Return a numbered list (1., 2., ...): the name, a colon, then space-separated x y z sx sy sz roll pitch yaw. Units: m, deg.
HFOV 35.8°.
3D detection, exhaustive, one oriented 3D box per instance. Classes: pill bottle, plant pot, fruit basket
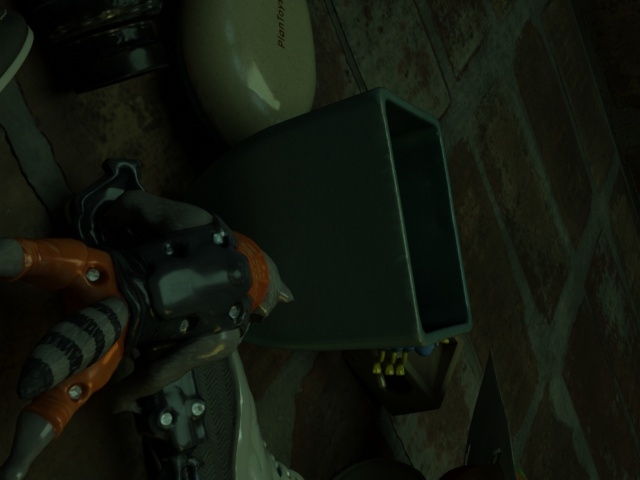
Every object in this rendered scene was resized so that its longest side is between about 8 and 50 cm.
1. pill bottle: -0.220 -0.255 0.925 0.123 0.122 0.219 -33 109 -58
2. plant pot: 0.000 0.000 1.061 0.247 0.252 0.248 3 77 -71
3. fruit basket: 0.205 0.357 1.201 0.353 0.165 0.327 -72 171 -66

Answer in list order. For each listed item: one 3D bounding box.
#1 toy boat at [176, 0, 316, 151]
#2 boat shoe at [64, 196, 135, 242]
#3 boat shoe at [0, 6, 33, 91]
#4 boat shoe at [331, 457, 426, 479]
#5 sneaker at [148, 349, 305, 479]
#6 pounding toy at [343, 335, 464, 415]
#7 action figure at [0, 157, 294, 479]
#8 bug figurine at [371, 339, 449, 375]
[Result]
1. toy boat: -0.057 -0.182 1.179 0.318 0.148 0.267 32 48 -42
2. boat shoe: -0.197 0.014 0.953 0.133 0.042 0.049 67 31 -21
3. boat shoe: -0.326 -0.105 0.709 0.095 0.112 0.335 65 36 -30
4. boat shoe: 0.049 0.379 1.176 0.340 0.127 0.113 -55 155 -69
5. sneaker: -0.090 0.223 1.025 0.169 0.108 0.293 19 60 -71
6. pounding toy: 0.080 0.140 1.334 0.206 0.094 0.181 51 44 -24
7. action figure: -0.145 0.098 0.831 0.330 0.178 0.341 -24 99 -46
8. bug figurine: 0.053 0.025 1.228 0.216 0.072 0.279 1 78 -14
